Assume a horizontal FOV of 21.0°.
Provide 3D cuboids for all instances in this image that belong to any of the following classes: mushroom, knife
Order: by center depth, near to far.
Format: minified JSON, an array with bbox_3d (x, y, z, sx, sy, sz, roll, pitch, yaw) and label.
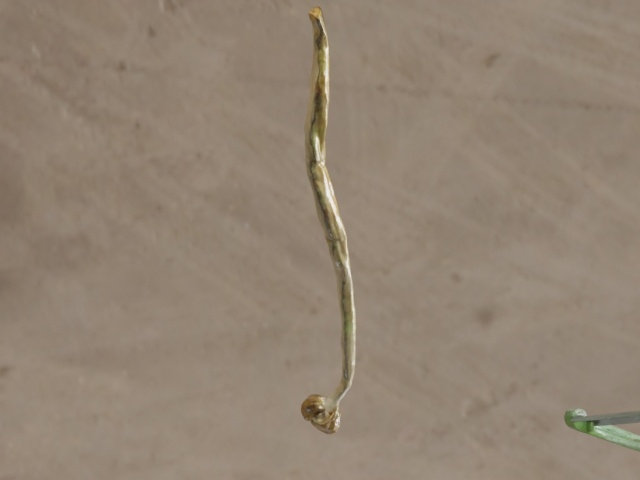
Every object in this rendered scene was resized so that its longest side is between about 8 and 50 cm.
[{"bbox_3d":[0.185,0.091,0.733,0.166,0.022,0.078,15,170,-27],"label":"knife"},{"bbox_3d":[0.005,-0.002,0.963,0.028,0.026,0.286,-22,131,-29],"label":"mushroom"}]
